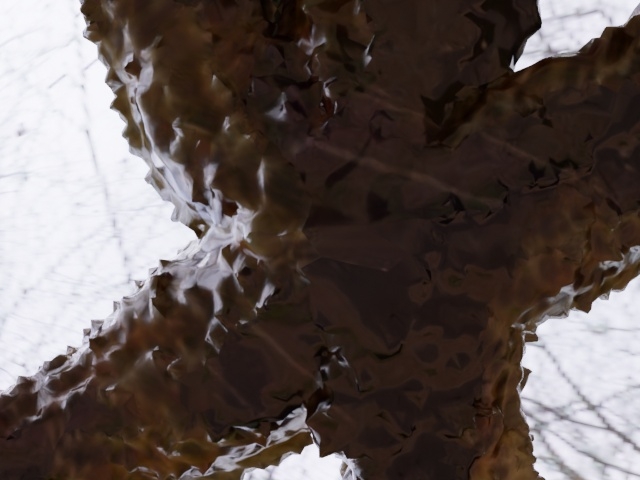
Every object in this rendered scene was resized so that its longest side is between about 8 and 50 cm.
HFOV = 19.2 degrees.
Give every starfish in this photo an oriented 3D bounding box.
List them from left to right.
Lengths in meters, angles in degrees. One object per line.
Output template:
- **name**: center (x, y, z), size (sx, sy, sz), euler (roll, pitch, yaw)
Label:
- **starfish**: center (0.001, 0.001, 0.386), size (0.216, 0.071, 0.238), euler (-10, -91, 12)
